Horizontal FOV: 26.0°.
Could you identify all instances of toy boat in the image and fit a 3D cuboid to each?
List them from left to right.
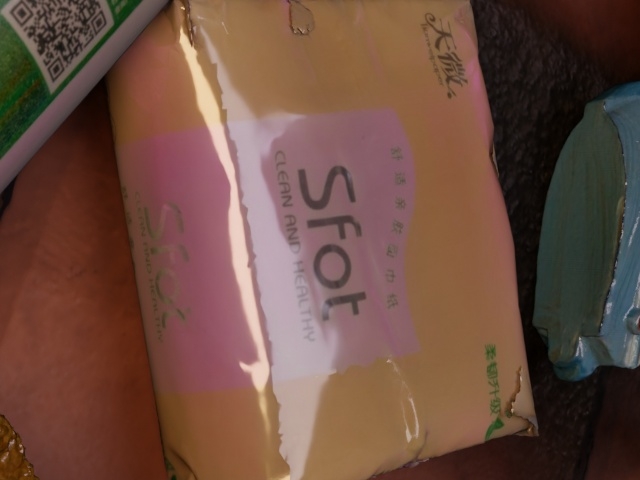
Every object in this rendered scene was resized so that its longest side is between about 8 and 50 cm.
[{"bbox_3d":[0.212,-0.007,0.951,0.102,0.088,0.215,10,85,-32],"label":"toy boat"}]

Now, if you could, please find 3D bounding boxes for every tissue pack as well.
[{"bbox_3d":[0.000,0.000,0.741,0.215,0.123,0.256,-10,89,-40],"label":"tissue pack"}]

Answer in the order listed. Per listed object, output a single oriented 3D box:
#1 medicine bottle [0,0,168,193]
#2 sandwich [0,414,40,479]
[{"bbox_3d":[-0.182,-0.060,0.566,0.133,0.133,0.274,51,58,-30],"label":"medicine bottle"},{"bbox_3d":[-0.152,0.153,0.558,0.065,0.186,0.214,-39,117,-38],"label":"sandwich"}]
